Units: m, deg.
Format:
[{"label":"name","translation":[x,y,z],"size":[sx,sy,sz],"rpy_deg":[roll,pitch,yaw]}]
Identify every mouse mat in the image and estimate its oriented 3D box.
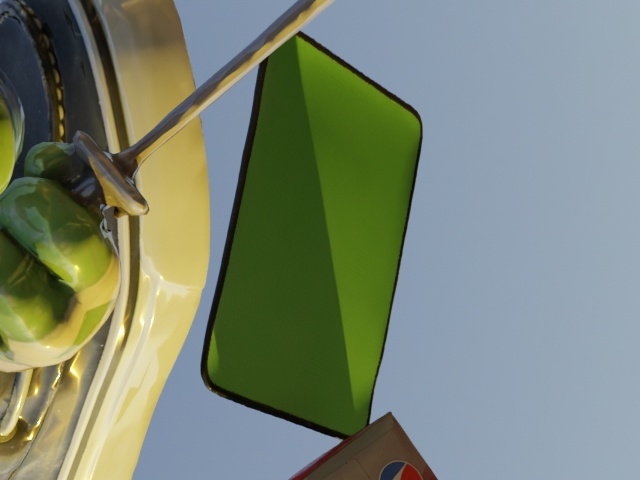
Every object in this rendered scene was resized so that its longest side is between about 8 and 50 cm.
[{"label":"mouse mat","translation":[0.000,0.000,0.928],"size":[0.152,0.007,0.189],"rpy_deg":[28,-110,-52]}]

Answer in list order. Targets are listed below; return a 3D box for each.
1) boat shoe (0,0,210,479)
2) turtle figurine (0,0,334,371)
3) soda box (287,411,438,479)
[{"label":"boat shoe","translation":[-0.129,0.029,0.730],"size":[0.119,0.121,0.335],"rpy_deg":[-12,-47,-30]},{"label":"turtle figurine","translation":[-0.146,-0.022,0.384],"size":[0.198,0.275,0.266],"rpy_deg":[44,-135,-7]},{"label":"soda box","translation":[-0.017,0.186,0.974],"size":[0.083,0.263,0.092],"rpy_deg":[-31,-98,-31]}]
